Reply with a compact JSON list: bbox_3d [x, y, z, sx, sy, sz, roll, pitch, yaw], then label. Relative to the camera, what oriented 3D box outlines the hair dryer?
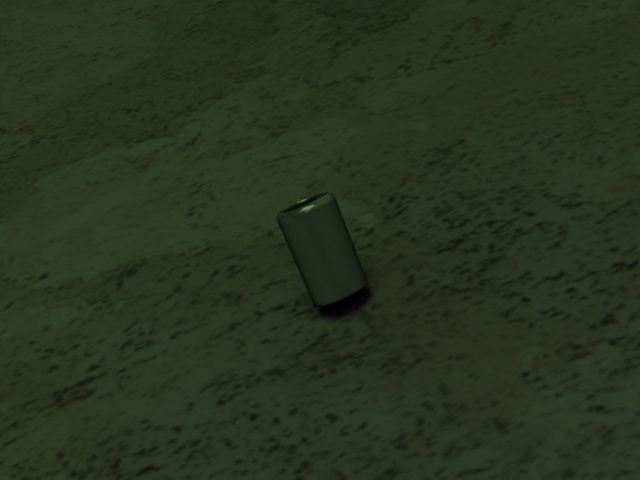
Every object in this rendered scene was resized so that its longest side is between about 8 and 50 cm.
[{"bbox_3d":[0.000,0.000,1.106,0.038,0.063,0.124,-22,8,1],"label":"hair dryer"}]
